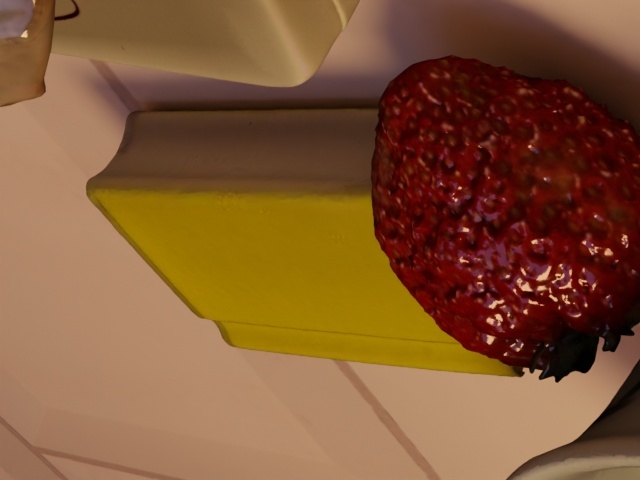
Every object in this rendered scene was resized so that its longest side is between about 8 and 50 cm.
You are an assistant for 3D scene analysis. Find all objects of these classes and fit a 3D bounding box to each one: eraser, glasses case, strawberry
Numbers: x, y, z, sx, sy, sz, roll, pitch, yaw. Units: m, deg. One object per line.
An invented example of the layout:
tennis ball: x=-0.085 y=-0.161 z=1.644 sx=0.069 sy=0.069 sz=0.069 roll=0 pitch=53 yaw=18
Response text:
eraser: x=0.000 y=0.000 z=0.966 sx=0.226 sy=0.069 sz=0.158 roll=4 pitch=146 yaw=42
glasses case: x=-0.137 y=-0.150 z=0.822 sx=0.313 sy=0.070 sz=0.131 roll=12 pitch=150 yaw=30
strawberry: x=0.090 y=-0.013 z=0.807 sx=0.148 sy=0.131 sz=0.131 roll=48 pitch=157 yaw=11

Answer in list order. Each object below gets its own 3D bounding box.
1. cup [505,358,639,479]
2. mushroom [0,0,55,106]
cup: x=0.265 y=0.126 z=0.830 sx=0.347 sy=0.163 sz=0.347 roll=22 pitch=154 yaw=11
mushroom: x=-0.104 y=-0.178 z=0.483 sx=0.297 sy=0.290 sz=0.297 roll=21 pitch=153 yaw=11
